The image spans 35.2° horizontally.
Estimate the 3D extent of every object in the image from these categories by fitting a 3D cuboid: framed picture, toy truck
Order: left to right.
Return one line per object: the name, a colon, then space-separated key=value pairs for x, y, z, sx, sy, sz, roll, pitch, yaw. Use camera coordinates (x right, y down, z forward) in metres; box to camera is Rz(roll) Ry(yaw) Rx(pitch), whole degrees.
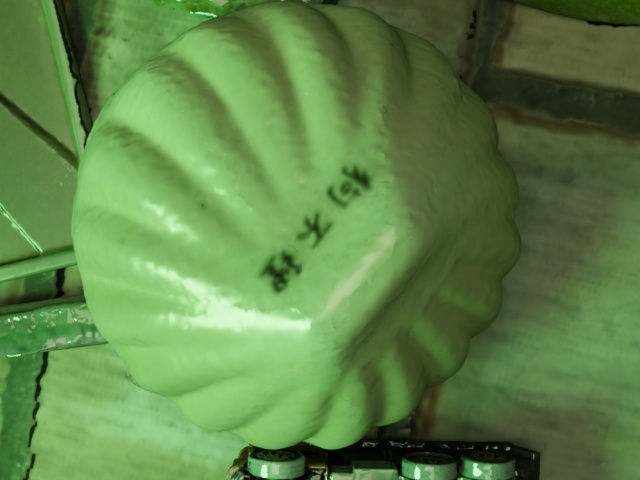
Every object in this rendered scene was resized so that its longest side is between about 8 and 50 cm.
framed picture: x=-0.265 y=-0.106 z=0.665 sx=0.213 sy=0.016 sz=0.289 roll=-14 pitch=90 yaw=5
toy truck: x=0.038 y=0.163 z=0.609 sx=0.192 sy=0.092 sz=0.083 roll=1 pitch=92 yaw=-3

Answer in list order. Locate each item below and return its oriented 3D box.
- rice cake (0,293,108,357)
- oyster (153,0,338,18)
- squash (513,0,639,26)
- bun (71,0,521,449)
rice cake: x=-0.148 y=0.051 z=0.644 sx=0.207 sy=0.047 sz=0.036 roll=-9 pitch=83 yaw=3
oyster: x=-0.020 y=-0.251 z=0.588 sx=0.198 sy=0.112 sz=0.267 roll=27 pitch=100 yaw=2
squash: x=0.199 y=-0.223 z=0.586 sx=0.184 sy=0.085 sz=0.191 roll=13 pitch=94 yaw=6
bun: x=0.000 y=0.000 z=0.534 sx=0.263 sy=0.175 sz=0.263 roll=-2 pitch=98 yaw=-15
